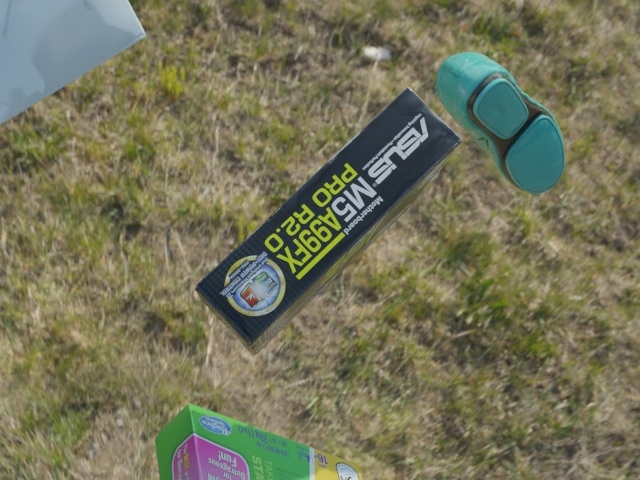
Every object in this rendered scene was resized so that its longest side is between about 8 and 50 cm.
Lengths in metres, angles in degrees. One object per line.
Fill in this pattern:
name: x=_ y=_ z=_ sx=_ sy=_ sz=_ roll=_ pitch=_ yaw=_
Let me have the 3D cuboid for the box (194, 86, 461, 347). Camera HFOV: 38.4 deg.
box: x=0.000 y=0.000 z=0.777 sx=0.216 sy=0.270 sz=0.060 roll=-43 pitch=86 yaw=-9

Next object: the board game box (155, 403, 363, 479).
board game box: x=-0.030 y=0.327 z=0.883 sx=0.242 sy=0.064 sz=0.317 roll=27 pitch=26 yaw=-33

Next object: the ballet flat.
ballet flat: x=0.194 y=-0.132 z=0.991 sx=0.083 sy=0.247 sz=0.087 roll=-46 pitch=54 yaw=8

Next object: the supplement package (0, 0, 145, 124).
supplement package: x=-0.350 y=-0.265 z=0.947 sx=0.198 sy=0.199 sz=0.262 roll=-36 pitch=34 yaw=-16
